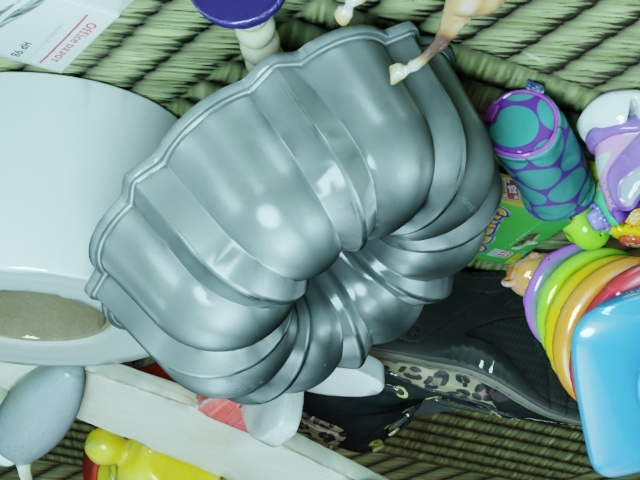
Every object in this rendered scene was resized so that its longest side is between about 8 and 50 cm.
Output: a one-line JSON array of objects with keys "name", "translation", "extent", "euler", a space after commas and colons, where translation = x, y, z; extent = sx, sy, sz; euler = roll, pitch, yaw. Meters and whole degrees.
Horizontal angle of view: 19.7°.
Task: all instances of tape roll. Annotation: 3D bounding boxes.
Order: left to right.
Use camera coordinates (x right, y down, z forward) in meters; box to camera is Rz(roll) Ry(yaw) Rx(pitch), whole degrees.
[{"name": "tape roll", "translation": [-0.230, -0.012, 1.513], "extent": [0.246, 0.169, 0.246], "euler": [2, 158, 1]}]

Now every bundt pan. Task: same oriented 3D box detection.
[{"name": "bundt pan", "translation": [0.000, 0.000, 1.359], "extent": [0.331, 0.124, 0.331], "euler": [-30, 154, -16]}]

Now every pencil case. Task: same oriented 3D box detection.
[{"name": "pencil case", "translation": [0.174, -0.067, 1.472], "extent": [0.070, 0.064, 0.152], "euler": [35, 174, 28]}]

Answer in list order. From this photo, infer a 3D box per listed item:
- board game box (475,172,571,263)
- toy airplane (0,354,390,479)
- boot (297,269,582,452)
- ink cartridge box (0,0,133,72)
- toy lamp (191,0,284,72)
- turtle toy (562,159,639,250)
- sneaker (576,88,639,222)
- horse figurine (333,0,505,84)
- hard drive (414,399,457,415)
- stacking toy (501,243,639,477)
[{"name": "board game box", "translation": [0.076, -0.038, 1.577], "extent": [0.259, 0.039, 0.124], "euler": [17, 155, -17]}, {"name": "toy airplane", "translation": [-0.113, 0.199, 1.731], "extent": [0.386, 0.272, 0.384], "euler": [9, 157, 20]}, {"name": "boot", "translation": [0.122, 0.135, 1.887], "extent": [0.377, 0.138, 0.284], "euler": [14, 155, -17]}, {"name": "ink cartridge box", "translation": [-0.202, -0.171, 1.252], "extent": [0.180, 0.060, 0.104], "euler": [14, 155, -27]}, {"name": "toy lamp", "translation": [-0.039, -0.121, 1.341], "extent": [0.080, 0.080, 0.275], "euler": [-1, 158, 9]}, {"name": "turtle toy", "translation": [0.258, -0.026, 1.560], "extent": [0.095, 0.066, 0.130], "euler": [18, 165, -34]}, {"name": "sneaker", "translation": [0.319, -0.051, 1.446], "extent": [0.236, 0.104, 0.095], "euler": [3, 157, -4]}, {"name": "horse figurine", "translation": [0.050, -0.191, 1.158], "extent": [0.174, 0.066, 0.263], "euler": [-27, 140, 31]}, {"name": "hard drive", "translation": [0.112, 0.171, 2.136], "extent": [0.094, 0.022, 0.135], "euler": [-13, 154, 34]}, {"name": "stacking toy", "translation": [0.245, 0.064, 1.632], "extent": [0.175, 0.166, 0.302], "euler": [-18, -157, -15]}]
